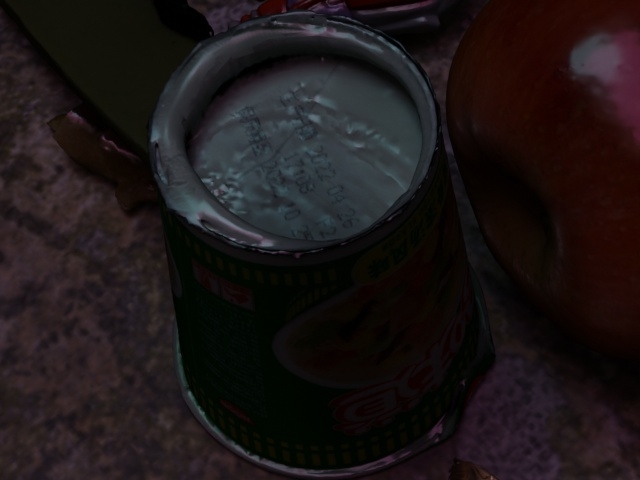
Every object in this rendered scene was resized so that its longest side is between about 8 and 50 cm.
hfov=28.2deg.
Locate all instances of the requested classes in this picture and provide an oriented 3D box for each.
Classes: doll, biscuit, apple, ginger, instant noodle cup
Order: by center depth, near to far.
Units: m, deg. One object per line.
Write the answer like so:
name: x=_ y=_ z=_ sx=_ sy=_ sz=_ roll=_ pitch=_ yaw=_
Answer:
instant noodle cup: x=0.000 y=0.000 z=0.713 sx=0.207 sy=0.233 sz=0.207 roll=-2 pitch=60 yaw=3
apple: x=0.207 y=-0.061 z=0.730 sx=0.241 sy=0.242 sz=0.242 roll=-26 pitch=60 yaw=-11
biscuit: x=-0.134 y=-0.135 z=0.869 sx=0.099 sy=0.038 sz=0.322 roll=-35 pitch=44 yaw=-11
ginger: x=-0.137 y=-0.063 z=0.876 sx=0.137 sy=0.044 sz=0.057 roll=30 pitch=49 yaw=19
doll: x=0.044 y=-0.183 z=0.909 sx=0.227 sy=0.075 sz=0.102 roll=-28 pitch=75 yaw=1

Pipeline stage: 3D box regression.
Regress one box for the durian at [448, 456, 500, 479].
durian: x=0.107 y=0.173 z=0.705 sx=0.066 sy=0.052 sz=0.130 roll=-35 pitch=62 yaw=-17
